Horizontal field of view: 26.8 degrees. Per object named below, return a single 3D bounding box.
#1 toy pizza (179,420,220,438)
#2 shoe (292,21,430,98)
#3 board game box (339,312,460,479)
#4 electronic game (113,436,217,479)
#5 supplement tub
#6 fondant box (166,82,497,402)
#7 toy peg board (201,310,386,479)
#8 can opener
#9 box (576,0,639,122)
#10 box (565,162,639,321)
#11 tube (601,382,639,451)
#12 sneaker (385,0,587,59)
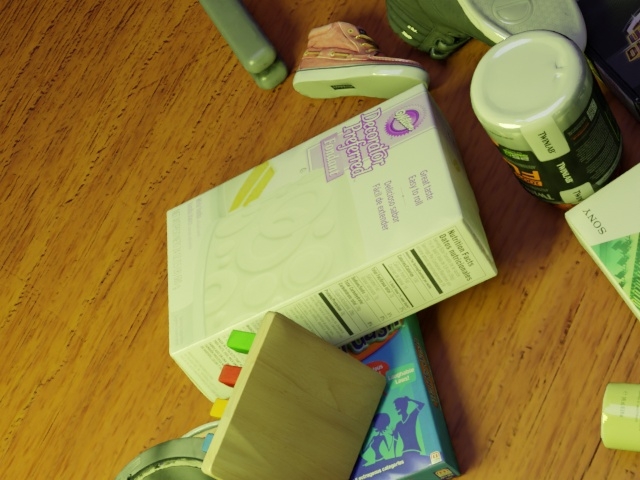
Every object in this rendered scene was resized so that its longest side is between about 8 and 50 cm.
[{"bbox_3d":[-0.112,0.279,1.399,0.201,0.032,0.201,-13,58,22],"label":"toy pizza"},{"bbox_3d":[0.052,-0.213,1.565,0.178,0.063,0.081,2,70,34],"label":"shoe"},{"bbox_3d":[0.039,0.166,1.371,0.160,0.047,0.210,-25,54,15],"label":"board game box"},{"bbox_3d":[-0.132,0.311,1.341,0.229,0.048,0.229,-5,76,22],"label":"electronic game"},{"bbox_3d":[0.231,-0.112,1.333,0.117,0.190,0.117,-13,57,22],"label":"supplement tub"},{"bbox_3d":[0.000,0.000,1.419,0.330,0.096,0.238,-25,38,13],"label":"fondant box"},{"bbox_3d":[-0.041,0.170,1.293,0.079,0.161,0.161,3,66,51],"label":"toy peg board"},{"bbox_3d":[-0.109,-0.305,1.697,0.093,0.074,0.280,-33,53,7],"label":"can opener"},{"bbox_3d":[0.382,-0.302,1.435,0.295,0.073,0.293,-36,53,5],"label":"box"},{"bbox_3d":[0.414,-0.035,1.248,0.322,0.058,0.232,-36,40,7],"label":"box"},{"bbox_3d":[0.373,0.162,1.190,0.240,0.062,0.070,3,104,23],"label":"tube"},{"bbox_3d":[0.176,-0.247,1.479,0.104,0.147,0.295,-40,59,-18],"label":"sneaker"}]
